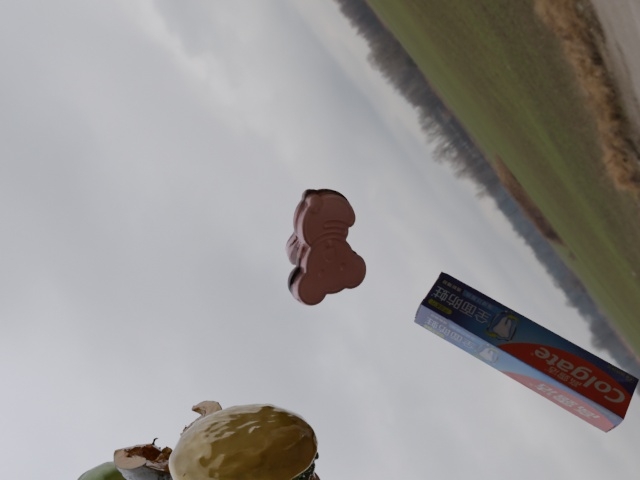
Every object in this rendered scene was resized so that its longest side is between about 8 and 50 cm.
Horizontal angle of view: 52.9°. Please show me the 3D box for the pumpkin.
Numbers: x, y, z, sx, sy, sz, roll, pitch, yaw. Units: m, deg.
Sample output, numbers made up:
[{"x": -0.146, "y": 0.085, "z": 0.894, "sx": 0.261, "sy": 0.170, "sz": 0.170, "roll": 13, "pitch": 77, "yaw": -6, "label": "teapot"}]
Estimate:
[{"x": -0.228, "y": 0.350, "z": 1.045, "sx": 0.119, "sy": 0.183, "sz": 0.107, "roll": 13, "pitch": 127, "yaw": 67, "label": "pumpkin"}]

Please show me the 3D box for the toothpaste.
[{"x": 0.300, "y": 0.163, "z": 0.962, "sx": 0.320, "sy": 0.076, "sz": 0.066, "roll": 29, "pitch": 148, "yaw": 16, "label": "toothpaste"}]

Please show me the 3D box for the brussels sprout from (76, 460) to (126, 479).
[{"x": -0.431, "y": 0.602, "z": 1.397, "sx": 0.259, "sy": 0.294, "sz": 0.227, "roll": 34, "pitch": -113, "yaw": -45, "label": "brussels sprout"}]

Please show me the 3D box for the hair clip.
[{"x": 0.006, "y": 0.007, "z": 0.893, "sx": 0.123, "sy": 0.138, "sz": 0.102, "roll": -13, "pitch": -132, "yaw": -34, "label": "hair clip"}]

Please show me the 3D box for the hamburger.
[{"x": -0.074, "y": 0.238, "z": 0.660, "sx": 0.162, "sy": 0.162, "sz": 0.115, "roll": -56, "pitch": -40, "yaw": -74, "label": "hamburger"}]
